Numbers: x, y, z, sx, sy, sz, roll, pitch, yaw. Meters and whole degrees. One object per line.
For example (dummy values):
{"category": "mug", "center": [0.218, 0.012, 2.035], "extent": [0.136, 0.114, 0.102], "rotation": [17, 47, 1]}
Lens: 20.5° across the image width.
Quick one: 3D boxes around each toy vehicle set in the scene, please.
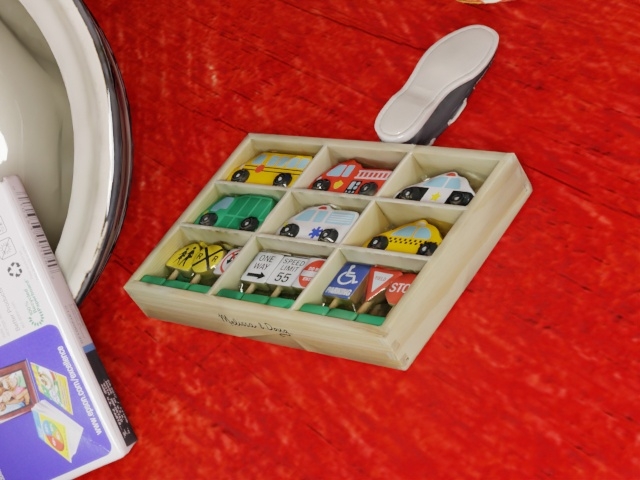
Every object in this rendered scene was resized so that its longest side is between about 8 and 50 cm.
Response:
{"category": "toy vehicle set", "center": [0.000, 0.000, 1.248], "extent": [0.267, 0.035, 0.166], "rotation": [8, 52, 45]}

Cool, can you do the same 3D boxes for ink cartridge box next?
{"category": "ink cartridge box", "center": [-0.259, 0.090, 1.220], "extent": [0.208, 0.206, 0.045], "rotation": [-24, 0, 11]}

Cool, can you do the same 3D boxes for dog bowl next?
{"category": "dog bowl", "center": [-0.323, -0.069, 1.318], "extent": [0.408, 0.408, 0.150], "rotation": [-26, -1, 13]}

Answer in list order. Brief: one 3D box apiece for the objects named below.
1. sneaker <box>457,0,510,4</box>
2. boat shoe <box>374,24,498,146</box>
{"category": "sneaker", "center": [0.173, -0.239, 1.372], "extent": [0.175, 0.067, 0.064], "rotation": [-26, 36, 15]}
{"category": "boat shoe", "center": [0.089, -0.107, 1.306], "extent": [0.046, 0.038, 0.125], "rotation": [26, 65, 31]}
